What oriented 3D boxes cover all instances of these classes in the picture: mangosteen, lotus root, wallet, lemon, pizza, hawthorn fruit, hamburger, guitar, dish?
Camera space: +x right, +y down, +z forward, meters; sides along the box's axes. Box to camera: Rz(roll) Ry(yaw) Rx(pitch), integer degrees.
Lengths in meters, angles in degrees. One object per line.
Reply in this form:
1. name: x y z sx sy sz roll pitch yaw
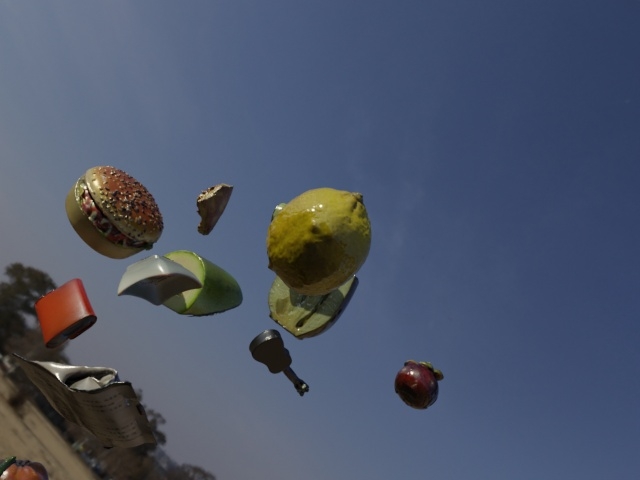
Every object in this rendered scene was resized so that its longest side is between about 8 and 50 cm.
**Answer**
1. mangosteen: 0.349 0.504 2.223 0.166 0.180 0.166 22 -41 21
2. lotus root: -0.031 0.213 2.100 0.266 0.260 0.149 18 -18 25
3. wallet: -0.682 0.192 1.669 0.204 0.142 0.045 41 -20 50
4. lemon: 0.000 0.000 1.643 0.321 0.268 0.268 -35 -82 24
5. pizza: -0.340 -0.107 1.918 0.062 0.182 0.161 23 -5 10
6. hawthorn fruit: -0.785 0.646 1.581 0.189 0.189 0.189 35 -30 24
7. hamburger: -0.587 -0.086 1.821 0.300 0.176 0.300 48 16 -19
8. guitar: -0.088 0.322 1.567 0.271 0.083 0.038 59 -2 -40
9. dish: -0.420 0.099 1.625 0.212 0.151 0.077 41 29 -70

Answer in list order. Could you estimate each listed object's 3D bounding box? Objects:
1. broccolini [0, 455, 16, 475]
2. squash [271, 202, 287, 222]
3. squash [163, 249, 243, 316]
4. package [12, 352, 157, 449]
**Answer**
1. broccolini: -0.793 0.578 1.448 0.058 0.201 0.074 -34 -88 33
2. squash: -0.048 -0.053 1.986 0.224 0.094 0.094 17 -39 29
3. squash: -0.404 0.174 2.118 0.233 0.210 0.309 23 -15 29
4. package: -0.438 0.302 1.160 0.250 0.062 0.204 10 -46 16
